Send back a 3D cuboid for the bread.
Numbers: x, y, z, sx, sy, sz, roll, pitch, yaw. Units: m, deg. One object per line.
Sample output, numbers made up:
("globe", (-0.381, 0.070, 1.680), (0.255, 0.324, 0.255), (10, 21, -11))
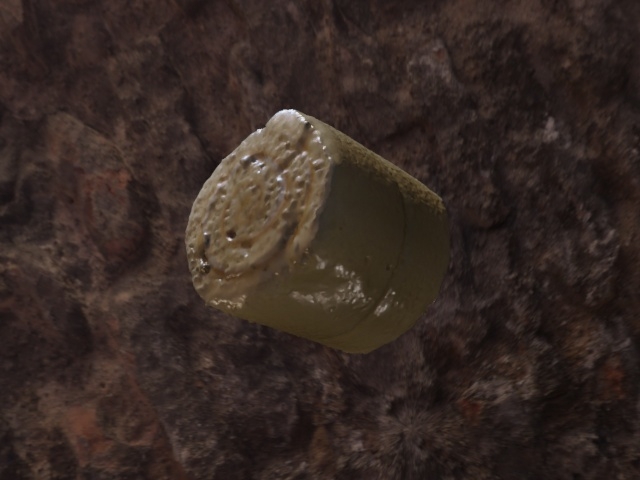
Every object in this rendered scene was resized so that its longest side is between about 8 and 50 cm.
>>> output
("bread", (0.000, 0.000, 0.623), (0.148, 0.141, 0.134), (-49, -136, 17))
